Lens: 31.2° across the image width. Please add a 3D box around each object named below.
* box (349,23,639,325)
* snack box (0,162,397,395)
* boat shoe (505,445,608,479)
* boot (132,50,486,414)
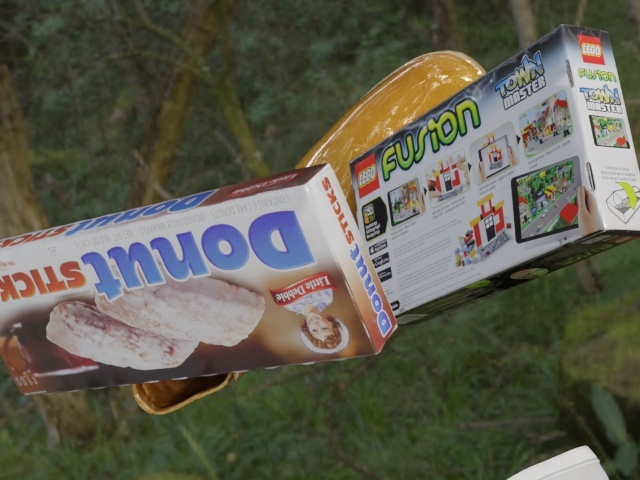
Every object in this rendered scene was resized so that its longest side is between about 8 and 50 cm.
[{"bbox_3d":[0.093,-0.028,0.663,0.036,0.114,0.207,2,-17,-32],"label":"box"},{"bbox_3d":[-0.060,0.019,0.422,0.178,0.064,0.022,-11,20,35],"label":"snack box"},{"bbox_3d":[0.198,0.249,1.051,0.184,0.066,0.063,-12,56,-39],"label":"boat shoe"},{"bbox_3d":[-0.001,0.000,0.796,0.295,0.104,0.211,-48,-2,24],"label":"boot"}]
